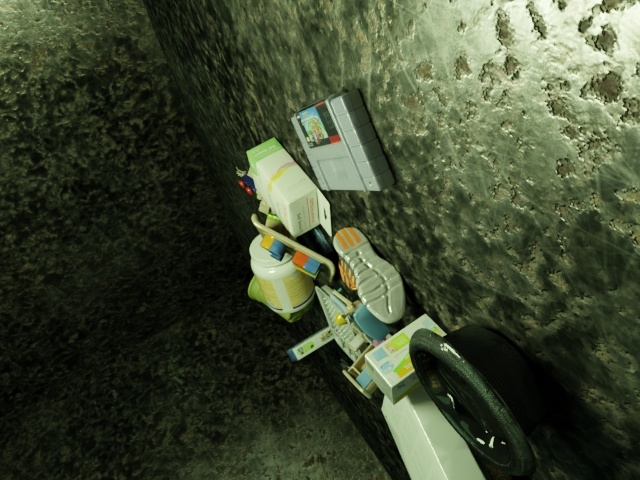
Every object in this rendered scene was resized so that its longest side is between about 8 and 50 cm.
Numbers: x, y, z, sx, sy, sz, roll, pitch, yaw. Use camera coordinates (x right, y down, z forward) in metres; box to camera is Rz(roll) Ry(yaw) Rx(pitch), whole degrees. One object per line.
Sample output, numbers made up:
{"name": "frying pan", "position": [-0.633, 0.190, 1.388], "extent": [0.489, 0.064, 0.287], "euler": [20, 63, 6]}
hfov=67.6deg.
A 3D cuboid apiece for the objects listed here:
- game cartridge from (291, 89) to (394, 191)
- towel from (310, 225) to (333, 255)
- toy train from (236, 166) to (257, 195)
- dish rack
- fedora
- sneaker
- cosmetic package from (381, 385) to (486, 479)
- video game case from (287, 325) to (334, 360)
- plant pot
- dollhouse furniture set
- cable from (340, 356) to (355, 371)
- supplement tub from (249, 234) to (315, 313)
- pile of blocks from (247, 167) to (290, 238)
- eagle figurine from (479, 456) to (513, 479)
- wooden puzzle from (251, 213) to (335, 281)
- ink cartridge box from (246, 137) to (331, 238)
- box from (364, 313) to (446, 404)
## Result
{"name": "game cartridge", "position": [0.036, -0.232, 1.178], "extent": [0.230, 0.068, 0.355], "euler": [61, 165, -16]}
{"name": "towel", "position": [0.000, 0.000, 1.745], "extent": [0.119, 0.029, 0.067], "euler": [59, 165, 7]}
{"name": "toy train", "position": [-0.289, -0.242, 2.128], "extent": [0.248, 0.105, 0.143], "euler": [41, 168, 51]}
{"name": "dish rack", "position": [0.104, 0.341, 1.935], "extent": [0.285, 0.072, 0.333], "euler": [38, 152, 57]}
{"name": "fedora", "position": [0.335, 0.292, 0.971], "extent": [0.334, 0.152, 0.334], "euler": [50, 162, 23]}
{"name": "sneaker", "position": [0.145, 0.121, 1.374], "extent": [0.180, 0.124, 0.321], "euler": [77, 169, -56]}
{"name": "cosmetic package", "position": [0.289, 0.549, 1.291], "extent": [0.284, 0.097, 0.377], "euler": [94, 159, -45]}
{"name": "video game case", "position": [-0.033, 0.489, 2.303], "extent": [0.061, 0.244, 0.269], "euler": [60, 164, 7]}
{"name": "plant pot", "position": [-0.177, 0.263, 2.396], "extent": [0.254, 0.276, 0.276], "euler": [40, 157, 25]}
{"name": "dollhouse furniture set", "position": [0.081, 0.300, 1.536], "extent": [0.303, 0.198, 0.286], "euler": [47, 172, -27]}
{"name": "cable", "position": [0.161, 0.530, 1.978], "extent": [0.184, 0.150, 0.047], "euler": [-142, 58, -62]}
{"name": "supplement tub", "position": [-0.168, 0.136, 2.119], "extent": [0.241, 0.241, 0.331], "euler": [45, 157, 45]}
{"name": "pile of blocks", "position": [-0.174, -0.173, 1.904], "extent": [0.112, 0.149, 0.362], "euler": [-53, -46, -60]}
{"name": "eagle figurine", "position": [0.478, 0.657, 1.189], "extent": [0.226, 0.225, 0.298], "euler": [10, 104, 19]}
{"name": "wooden puzzle", "position": [-0.104, 0.053, 1.752], "extent": [0.347, 0.080, 0.322], "euler": [32, 172, 5]}
{"name": "ink cartridge box", "position": [-0.106, -0.156, 1.635], "extent": [0.353, 0.119, 0.207], "euler": [51, 162, 29]}
{"name": "box", "position": [0.230, 0.302, 1.225], "extent": [0.114, 0.203, 0.103], "euler": [45, 159, 39]}
